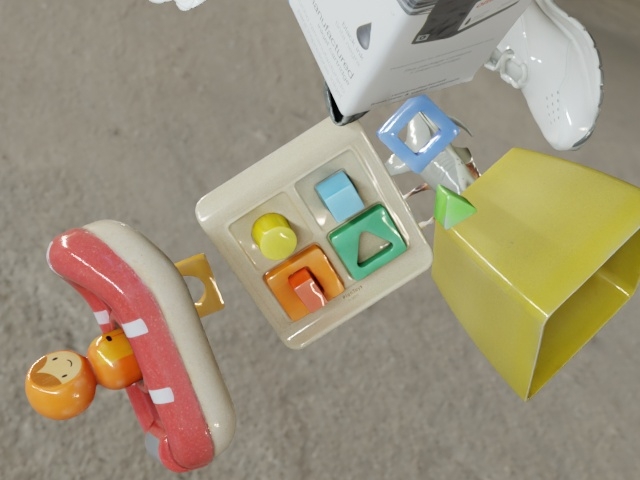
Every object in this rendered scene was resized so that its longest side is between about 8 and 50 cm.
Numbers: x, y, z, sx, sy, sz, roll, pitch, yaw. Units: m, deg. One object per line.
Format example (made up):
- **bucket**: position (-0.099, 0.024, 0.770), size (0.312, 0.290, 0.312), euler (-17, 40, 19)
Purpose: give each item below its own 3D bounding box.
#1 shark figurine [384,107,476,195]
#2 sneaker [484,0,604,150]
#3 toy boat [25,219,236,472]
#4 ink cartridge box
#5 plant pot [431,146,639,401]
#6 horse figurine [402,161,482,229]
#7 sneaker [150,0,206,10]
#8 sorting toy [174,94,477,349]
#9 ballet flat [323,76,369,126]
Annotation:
- **shark figurine**: position (0.134, -0.128, 1.729), size (0.166, 0.116, 0.278), euler (47, 17, -25)
- **sneaker**: position (0.193, -0.220, 1.309), size (0.129, 0.111, 0.297), euler (-15, 72, -23)
- **toy boat**: position (-0.180, 0.102, 1.071), size (0.151, 0.231, 0.151), euler (-24, 9, -20)
- **ink cartridge box**: position (0.063, -0.259, 0.886), size (0.129, 0.307, 0.223), euler (-19, 76, -20)
- **plant pot**: position (0.247, 0.020, 1.460), size (0.212, 0.212, 0.187), euler (-40, 65, -20)
- **horse figurine**: position (0.257, -0.065, 2.137), size (0.263, 0.174, 0.066), euler (24, 41, -28)
- **sneaker**: position (-0.188, -0.334, 1.591), size (0.152, 0.054, 0.061), euler (25, -34, 56)
- **sorting toy**: position (0.000, 0.000, 1.224), size (0.196, 0.348, 0.047), euler (57, 0, -29)
- **ballet flat**: position (0.023, -0.181, 1.120), size (0.058, 0.173, 0.049), euler (9, 41, 26)
